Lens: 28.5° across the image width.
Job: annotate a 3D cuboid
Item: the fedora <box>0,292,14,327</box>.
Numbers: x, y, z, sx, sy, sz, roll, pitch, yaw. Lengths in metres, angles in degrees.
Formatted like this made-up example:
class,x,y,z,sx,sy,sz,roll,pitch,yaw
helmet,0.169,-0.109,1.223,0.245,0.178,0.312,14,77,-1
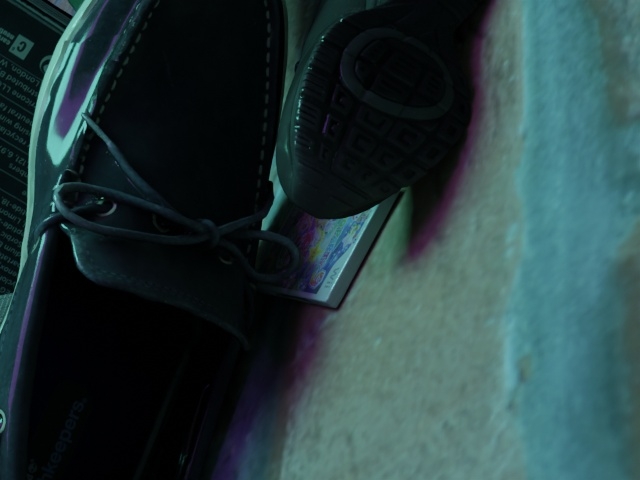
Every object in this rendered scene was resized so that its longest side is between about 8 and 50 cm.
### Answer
class,x,y,z,sx,sy,sz,roll,pitch,yaw
fedora,-0.242,0.109,0.966,0.244,0.124,0.275,-15,-1,-8

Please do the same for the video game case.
class,x,y,z,sx,sy,sz,roll,pitch,yaw
video game case,0.000,0.000,0.841,0.087,0.011,0.122,-61,25,-11

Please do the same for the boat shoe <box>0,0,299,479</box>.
class,x,y,z,sx,sy,sz,roll,pitch,yaw
boat shoe,-0.112,0.017,0.813,0.156,0.187,0.500,-3,65,54

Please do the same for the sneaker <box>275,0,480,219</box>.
class,x,y,z,sx,sy,sz,roll,pitch,yaw
sneaker,0.032,-0.109,0.832,0.130,0.109,0.286,-40,19,46

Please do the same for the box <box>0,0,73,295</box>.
class,x,y,z,sx,sy,sz,roll,pitch,yaw
box,-0.361,-0.055,1.202,0.395,0.212,0.293,-56,24,4

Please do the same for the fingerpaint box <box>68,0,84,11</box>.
class,x,y,z,sx,sy,sz,roll,pitch,yaw
fingerpaint box,-0.094,-0.429,0.965,0.445,0.163,0.371,-49,58,20
